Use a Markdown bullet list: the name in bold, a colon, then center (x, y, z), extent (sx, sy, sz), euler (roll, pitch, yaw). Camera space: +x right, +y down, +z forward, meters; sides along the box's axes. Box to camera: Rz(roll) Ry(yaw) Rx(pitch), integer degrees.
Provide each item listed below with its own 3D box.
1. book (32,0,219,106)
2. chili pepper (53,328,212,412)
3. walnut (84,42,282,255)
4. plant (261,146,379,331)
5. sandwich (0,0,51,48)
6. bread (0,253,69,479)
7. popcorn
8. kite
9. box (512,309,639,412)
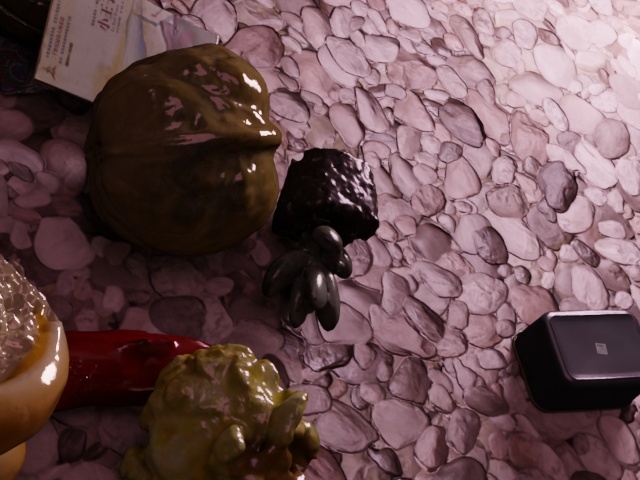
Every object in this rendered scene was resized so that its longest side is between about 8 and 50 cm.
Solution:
- **book**: center (-0.282, -0.271, 2.059), extent (0.289, 0.026, 0.201), euler (21, 67, -34)
- **chili pepper**: center (-0.271, 0.169, 1.794), extent (0.387, 0.110, 0.110), euler (3, 58, -30)
- **walnut**: center (-0.191, -0.125, 1.930), extent (0.277, 0.253, 0.282), euler (-9, 64, -33)
- **plant**: center (0.002, 0.000, 2.022), extent (0.146, 0.149, 0.274), euler (23, 54, -13)
- **sandwich**: center (-0.393, -0.356, 2.079), extent (0.235, 0.079, 0.159), euler (31, 47, -13)
- **bread**: center (-0.508, 0.116, 1.607), extent (0.424, 0.245, 0.329), euler (28, 47, -8)
- **popcorn**: center (-0.129, 0.258, 1.733), extent (0.195, 0.255, 0.256), euler (10, 77, -71)
- **kite**: center (-0.473, -0.337, 2.082), extent (0.152, 0.015, 0.285), euler (-22, 74, -40)
- **box**: center (0.415, 0.183, 2.157), extent (0.201, 0.090, 0.144), euler (2, 58, -27)
